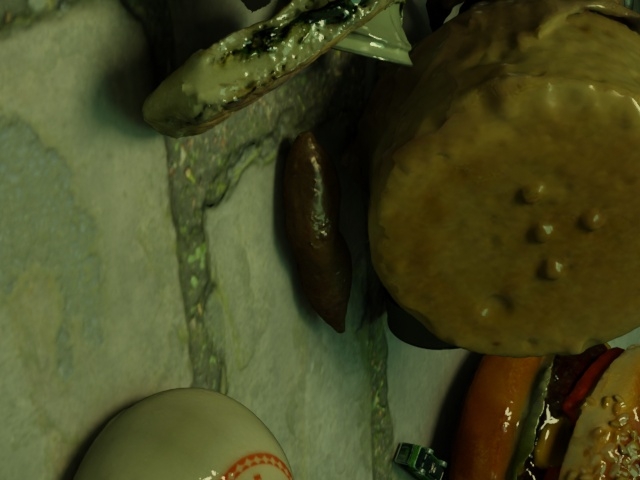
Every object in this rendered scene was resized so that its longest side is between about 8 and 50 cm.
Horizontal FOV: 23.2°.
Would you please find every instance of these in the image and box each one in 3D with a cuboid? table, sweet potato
[{"bbox_3d":[0.133,0.059,1.597,0.133,0.133,0.043,-41,132,-45],"label":"table"},{"bbox_3d":[-0.002,0.001,1.436,0.065,0.051,0.218,-45,136,-46],"label":"sweet potato"}]

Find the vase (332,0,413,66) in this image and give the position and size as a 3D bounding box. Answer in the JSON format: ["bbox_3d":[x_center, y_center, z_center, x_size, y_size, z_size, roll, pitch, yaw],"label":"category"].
[{"bbox_3d":[0.060,-0.316,1.335,0.173,0.173,0.321,6,101,-59],"label":"vase"}]

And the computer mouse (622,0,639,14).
[{"bbox_3d":[0.283,-0.273,1.601,0.167,0.090,0.379,3,60,-53],"label":"computer mouse"}]

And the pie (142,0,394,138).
[{"bbox_3d":[-0.042,-0.143,1.215,0.218,0.185,0.052,-35,92,-13],"label":"pie"}]

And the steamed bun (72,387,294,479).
[{"bbox_3d":[-0.099,0.240,1.269,0.232,0.145,0.231,-28,124,-52],"label":"steamed bun"}]

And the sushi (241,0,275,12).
[{"bbox_3d":[-0.062,-0.269,1.209,0.192,0.050,0.215,53,43,1],"label":"sushi"}]

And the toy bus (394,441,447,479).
[{"bbox_3d":[0.112,0.249,1.724,0.083,0.037,0.031,46,62,-53],"label":"toy bus"}]

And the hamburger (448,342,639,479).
[{"bbox_3d":[0.304,0.261,1.816,0.330,0.250,0.330,-34,129,-57],"label":"hamburger"}]

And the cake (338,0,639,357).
[{"bbox_3d":[0.192,-0.098,1.487,0.321,0.332,0.332,-90,168,-51],"label":"cake"}]
